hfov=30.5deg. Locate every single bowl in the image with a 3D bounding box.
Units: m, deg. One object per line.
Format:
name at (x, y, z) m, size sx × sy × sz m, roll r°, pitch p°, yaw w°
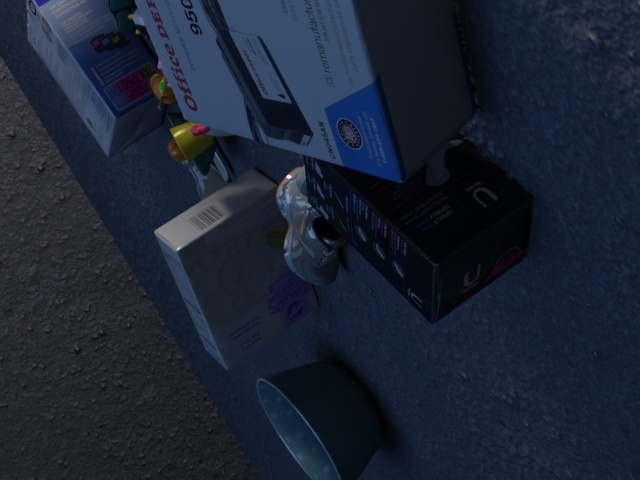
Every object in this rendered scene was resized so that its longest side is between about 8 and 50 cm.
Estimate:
bowl at (0.015, 0.382, 2.519) m, size 0.311 × 0.163 × 0.311 m, roll 47°, pitch 159°, yaw 24°

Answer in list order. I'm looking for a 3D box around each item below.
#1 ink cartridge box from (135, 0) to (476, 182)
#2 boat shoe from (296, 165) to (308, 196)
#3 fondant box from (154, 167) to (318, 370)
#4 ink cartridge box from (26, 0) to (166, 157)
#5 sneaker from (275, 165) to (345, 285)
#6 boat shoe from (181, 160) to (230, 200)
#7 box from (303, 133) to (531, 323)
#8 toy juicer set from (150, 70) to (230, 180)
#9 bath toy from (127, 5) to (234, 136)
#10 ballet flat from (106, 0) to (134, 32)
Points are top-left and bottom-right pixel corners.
ink cartridge box at (-0.034, -0.263, 1.437) m, size 0.395 × 0.166 × 0.285 m, roll 19°, pitch 141°, yaw 39°
boat shoe at (0.023, -0.100, 1.832) m, size 0.081 × 0.079 × 0.227 m, roll 58°, pitch 159°, yaw 9°
fondant box at (-0.156, 0.058, 2.291) m, size 0.096 × 0.238 × 0.330 m, roll 36°, pitch 153°, yaw 44°
ink cartridge box at (-0.495, -0.407, 2.498) m, size 0.395 × 0.151 × 0.270 m, roll 53°, pitch 161°, yaw 4°
sneaker at (0.000, 0.000, 2.038) m, size 0.121 × 0.099 × 0.262 m, roll 35°, pitch 154°, yaw 37°
boat shoe at (-0.234, -0.146, 2.460) m, size 0.206 × 0.075 × 0.065 m, roll 56°, pitch -155°, yaw -17°
box at (0.120, -0.053, 1.531) m, size 0.270 × 0.165 × 0.143 m, roll 46°, pitch 158°, yaw 30°
toy juicer set at (-0.269, -0.220, 2.251) m, size 0.209 × 0.089 × 0.329 m, roll 60°, pitch 178°, yaw 8°
bath toy at (-0.233, -0.325, 2.021) m, size 0.348 × 0.129 × 0.151 m, roll 62°, pitch 161°, yaw -17°
ballet flat at (-0.398, -0.471, 2.308) m, size 0.052 × 0.057 × 0.168 m, roll 61°, pitch 163°, yaw 18°
